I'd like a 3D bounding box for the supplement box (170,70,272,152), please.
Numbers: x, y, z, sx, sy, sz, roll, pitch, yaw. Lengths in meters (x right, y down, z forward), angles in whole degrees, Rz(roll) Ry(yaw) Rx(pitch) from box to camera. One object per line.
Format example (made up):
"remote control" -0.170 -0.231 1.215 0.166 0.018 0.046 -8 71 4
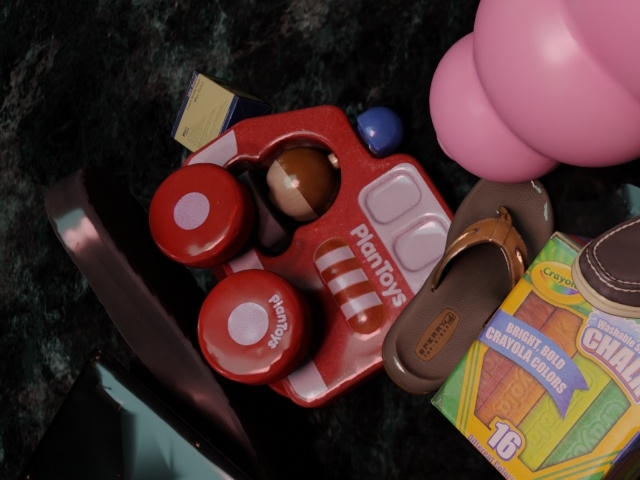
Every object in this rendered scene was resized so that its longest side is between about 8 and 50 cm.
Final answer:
"supplement box" -0.114 -0.136 0.945 0.083 0.056 0.083 35 108 36

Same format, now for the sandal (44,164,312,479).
"sandal" -0.131 0.139 0.790 0.107 0.167 0.446 -31 96 9

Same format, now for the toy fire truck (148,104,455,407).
"toy fire truck" 0.000 0.000 0.795 0.254 0.169 0.302 -32 66 7

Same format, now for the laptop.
"laptop" -0.110 0.368 0.770 0.382 0.236 0.408 35 100 21

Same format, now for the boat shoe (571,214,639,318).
"boat shoe" 0.270 -0.013 0.527 0.073 0.223 0.080 87 168 -51

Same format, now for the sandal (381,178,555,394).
"sandal" 0.125 0.026 0.676 0.090 0.060 0.219 36 71 11

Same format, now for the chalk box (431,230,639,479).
"chalk box" 0.212 0.080 0.609 0.132 0.132 0.213 44 113 33

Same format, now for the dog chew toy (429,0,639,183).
"dog chew toy" 0.208 -0.147 0.595 0.332 0.206 0.206 -35 65 47
